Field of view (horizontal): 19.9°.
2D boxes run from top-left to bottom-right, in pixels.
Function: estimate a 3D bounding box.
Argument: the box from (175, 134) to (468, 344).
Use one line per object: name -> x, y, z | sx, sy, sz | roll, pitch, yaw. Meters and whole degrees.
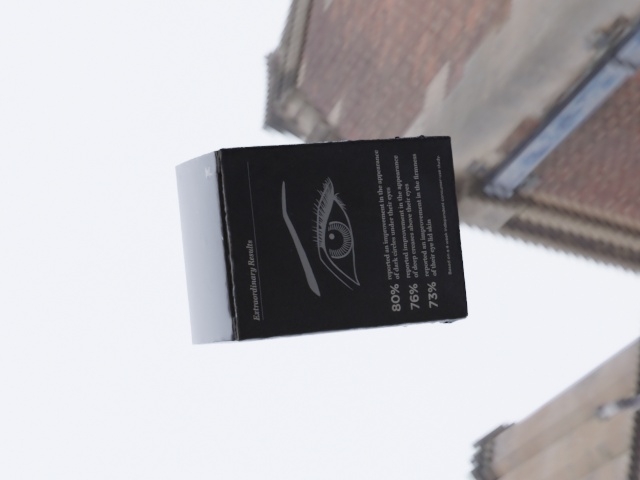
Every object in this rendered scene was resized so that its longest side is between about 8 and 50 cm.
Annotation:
box -> 0.000, 0.000, 1.461 | 0.207, 0.108, 0.153 | -3, -93, -23
